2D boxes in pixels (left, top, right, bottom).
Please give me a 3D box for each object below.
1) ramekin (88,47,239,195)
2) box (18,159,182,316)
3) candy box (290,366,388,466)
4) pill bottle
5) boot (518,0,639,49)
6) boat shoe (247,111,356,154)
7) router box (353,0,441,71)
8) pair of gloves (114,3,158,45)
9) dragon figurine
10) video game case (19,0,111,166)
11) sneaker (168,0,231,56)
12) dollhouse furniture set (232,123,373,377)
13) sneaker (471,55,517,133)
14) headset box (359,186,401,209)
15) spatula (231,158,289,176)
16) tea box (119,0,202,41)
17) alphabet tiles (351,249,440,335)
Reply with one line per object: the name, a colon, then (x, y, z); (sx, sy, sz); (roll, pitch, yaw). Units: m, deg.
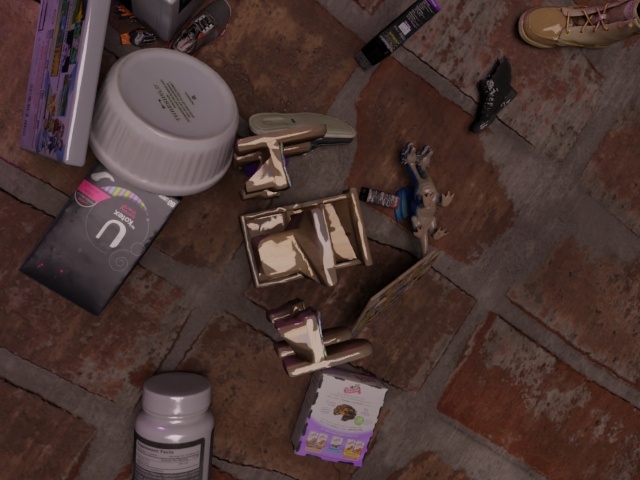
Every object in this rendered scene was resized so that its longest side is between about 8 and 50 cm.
ramekin: (-0.271, -0.224, 0.978); (0.272, 0.127, 0.273); (17, 53, -23)
box: (-0.409, -0.019, 1.040); (0.165, 0.143, 0.270); (35, 90, -15)
candy box: (0.042, 0.399, 1.243); (0.164, 0.070, 0.196); (18, 94, -15)
pill bottle: (-0.304, 0.430, 1.121); (0.161, 0.161, 0.283); (4, 97, -14)
boot: (0.590, -0.477, 1.172); (0.261, 0.203, 0.095); (2, 97, -15)
boat shoe: (-0.040, -0.220, 1.143); (0.233, 0.084, 0.079); (-4, 135, -19)
router box: (0.149, -0.415, 1.093); (0.133, 0.179, 0.046); (-42, 103, -4)
pair of gloves: (-0.360, -0.424, 1.061); (0.074, 0.010, 0.083); (-10, 101, -12)
dragon figurine: (0.219, -0.071, 1.207); (0.085, 0.144, 0.289); (-5, 118, -14)
video game case: (-0.438, -0.303, 0.923); (0.036, 0.300, 0.329); (7, 97, -42)
sneaker: (-0.232, -0.412, 1.063); (0.061, 0.065, 0.158); (41, 88, -15)
dollhouse furniture set: (0.000, 0.000, 0.998); (0.256, 0.394, 0.362); (-13, 93, -11)
sneaker: (0.381, -0.329, 1.228); (0.170, 0.051, 0.089); (-46, 105, -8)
headset box: (0.134, -0.092, 1.197); (0.083, 0.062, 0.032); (14, 95, -15)
spatula: (-0.211, -0.165, 1.112); (0.296, 0.084, 0.030); (4, 67, -7)
tea box: (-0.280, -0.598, 0.932); (0.323, 0.220, 0.329); (42, 80, -16)
alphabet tiles: (0.164, 0.111, 1.172); (0.237, 0.198, 0.009); (-33, 69, -29)
